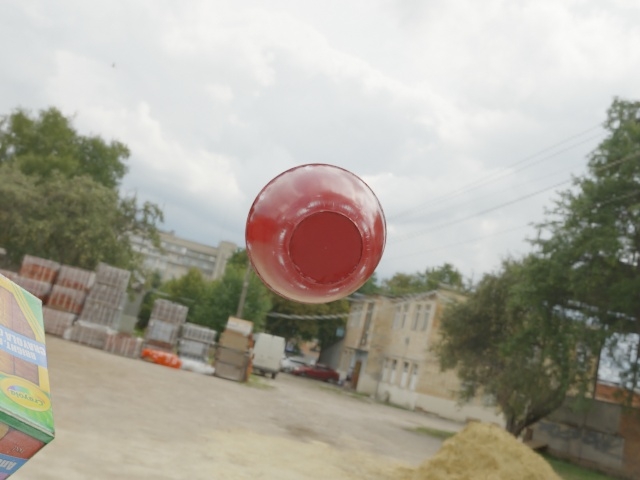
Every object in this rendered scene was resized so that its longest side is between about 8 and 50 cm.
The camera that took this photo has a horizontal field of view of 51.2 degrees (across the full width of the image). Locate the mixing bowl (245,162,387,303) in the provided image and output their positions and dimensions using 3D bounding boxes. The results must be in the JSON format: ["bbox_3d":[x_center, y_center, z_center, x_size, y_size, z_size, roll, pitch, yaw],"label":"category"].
[{"bbox_3d":[0.000,0.000,0.801,0.181,0.182,0.098,14,7,-9],"label":"mixing bowl"}]

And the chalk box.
[{"bbox_3d":[-0.279,0.108,0.457,0.132,0.132,0.213,49,1,-40],"label":"chalk box"}]
